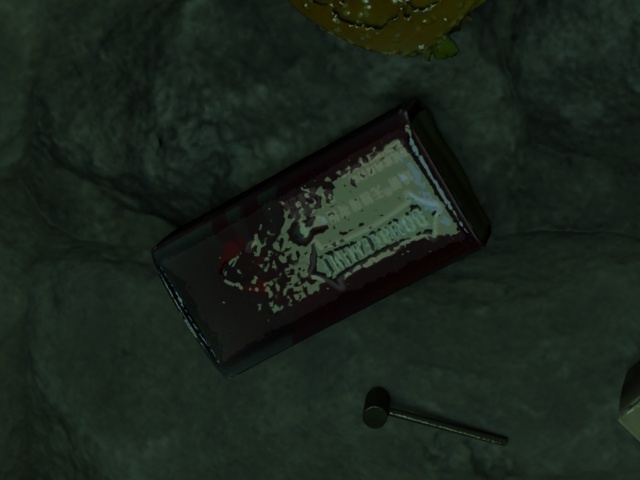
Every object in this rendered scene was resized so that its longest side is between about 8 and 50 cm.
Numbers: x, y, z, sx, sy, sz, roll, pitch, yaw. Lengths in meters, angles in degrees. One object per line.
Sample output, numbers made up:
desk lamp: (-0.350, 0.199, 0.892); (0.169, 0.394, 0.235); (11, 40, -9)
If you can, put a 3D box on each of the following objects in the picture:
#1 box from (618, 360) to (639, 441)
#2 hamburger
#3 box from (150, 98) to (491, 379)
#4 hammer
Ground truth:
box: (0.338, 0.101, 1.231); (0.168, 0.095, 0.212); (45, 111, -4)
hamburger: (0.051, -0.224, 1.199); (0.182, 0.118, 0.191); (35, 107, -1)
box: (0.000, 0.000, 1.300); (0.224, 0.069, 0.120); (-27, 98, 18)
hammer: (0.086, 0.136, 1.340); (0.110, 0.035, 0.019); (13, 109, 1)
